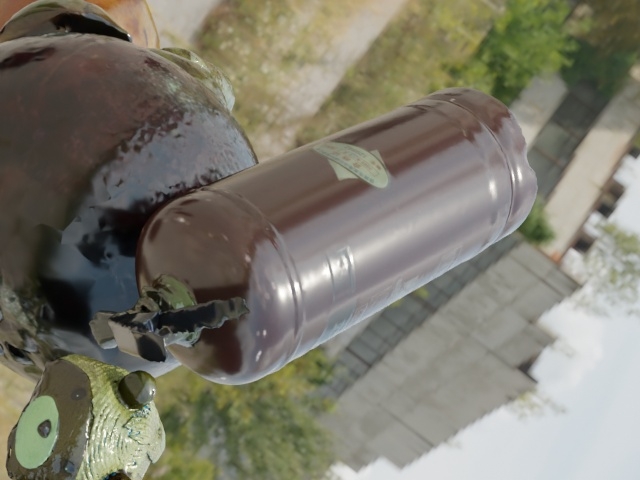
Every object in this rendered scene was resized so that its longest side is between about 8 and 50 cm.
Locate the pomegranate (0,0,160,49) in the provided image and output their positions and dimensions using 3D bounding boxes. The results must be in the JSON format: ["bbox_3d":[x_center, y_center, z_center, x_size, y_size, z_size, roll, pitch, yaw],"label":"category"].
[{"bbox_3d":[-0.351,-0.257,1.666,0.264,0.264,0.264,-53,180,0],"label":"pomegranate"}]

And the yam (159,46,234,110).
[{"bbox_3d":[-0.127,-0.144,1.152,0.070,0.069,0.146,-53,173,7],"label":"yam"}]

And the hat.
[{"bbox_3d":[-0.111,0.100,0.607,0.076,0.059,0.077,62,36,-45],"label":"hat"}]

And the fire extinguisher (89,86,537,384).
[{"bbox_3d":[0.000,0.000,0.715,0.337,0.114,0.135,-26,-171,-41],"label":"fire extinguisher"}]

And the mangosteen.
[{"bbox_3d":[-0.174,-0.033,0.929,0.300,0.300,0.300,-53,180,0],"label":"mangosteen"}]
